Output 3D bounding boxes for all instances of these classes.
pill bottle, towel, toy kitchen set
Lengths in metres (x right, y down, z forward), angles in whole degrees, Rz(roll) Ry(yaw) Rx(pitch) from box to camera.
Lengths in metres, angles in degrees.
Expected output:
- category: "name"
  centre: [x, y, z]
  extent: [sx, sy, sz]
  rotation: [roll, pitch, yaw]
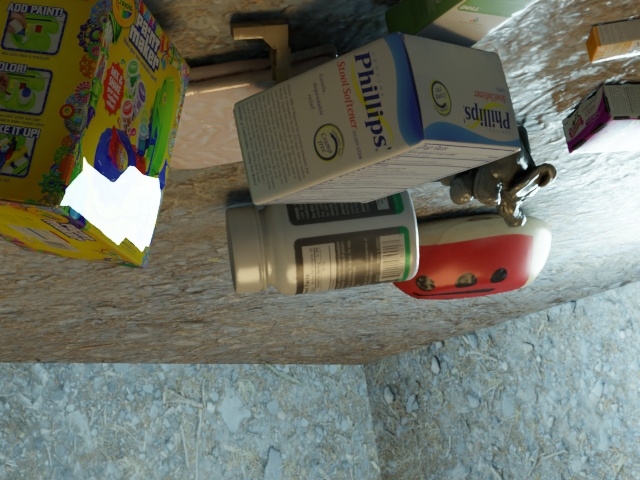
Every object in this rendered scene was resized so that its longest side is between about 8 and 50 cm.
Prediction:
- category: "pill bottle"
  centre: [0.000, 0.000, 2.165]
  extent: [0.360, 0.204, 0.204]
  rotation: [-6, 164, -8]
- category: "towel"
  centre: [-0.119, -0.198, 1.676]
  extent: [0.316, 0.054, 0.332]
  rotation: [-10, 165, 1]
- category: "toy kitchen set"
  centre: [-0.083, -0.256, 1.467]
  extent: [0.075, 0.083, 0.068]
  rotation: [-5, -154, -11]

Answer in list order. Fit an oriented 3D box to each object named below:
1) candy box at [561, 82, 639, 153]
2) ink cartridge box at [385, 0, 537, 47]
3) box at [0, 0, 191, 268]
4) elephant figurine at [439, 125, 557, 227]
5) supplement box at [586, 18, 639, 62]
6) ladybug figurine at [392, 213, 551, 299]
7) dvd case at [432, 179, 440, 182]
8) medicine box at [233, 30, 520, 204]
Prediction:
- category: "candy box"
  centre: [0.572, -0.219, 1.938]
  extent: [0.233, 0.071, 0.159]
  rotation: [-3, 163, -17]
- category: "ink cartridge box"
  centre: [0.190, -0.310, 1.415]
  extent: [0.108, 0.062, 0.209]
  rotation: [0, 163, -34]
- category: "box"
  centre: [-0.301, -0.142, 1.286]
  extent: [0.176, 0.279, 0.290]
  rotation: [8, 168, 12]
- category: "elephant figurine"
  centre: [0.343, -0.128, 1.980]
  extent: [0.239, 0.170, 0.186]
  rotation: [9, 167, -38]
- category: "supplement box"
  centre: [0.456, -0.302, 1.641]
  extent: [0.098, 0.036, 0.062]
  rotation: [-9, 165, 2]
- category: "ladybug figurine"
  centre: [0.343, 0.046, 2.594]
  extent: [0.449, 0.162, 0.305]
  rotation: [-5, 164, -13]
- category: "dvd case"
  centre: [0.165, -0.146, 2.060]
  extent: [0.238, 0.030, 0.179]
  rotation: [-3, 164, -18]
- category: "medicine box"
  centre: [0.079, -0.155, 1.489]
  extent: [0.289, 0.149, 0.263]
  rotation: [-18, 171, 36]
